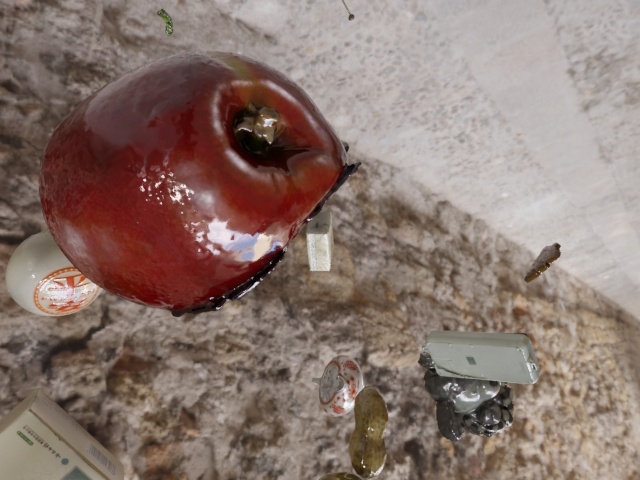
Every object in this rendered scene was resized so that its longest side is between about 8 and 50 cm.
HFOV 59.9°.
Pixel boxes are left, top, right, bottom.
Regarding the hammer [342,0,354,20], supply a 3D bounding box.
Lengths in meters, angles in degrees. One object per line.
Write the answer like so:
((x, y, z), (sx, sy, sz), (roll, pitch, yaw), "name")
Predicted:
((0.045, -0.562, 1.275), (0.014, 0.029, 0.123), (-15, 124, 31), "hammer")

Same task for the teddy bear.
((0.306, 0.325, 1.129), (0.144, 0.171, 0.251), (-15, 149, 36), "teddy bear")

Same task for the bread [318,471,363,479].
((0.048, 0.649, 1.169), (0.160, 0.333, 0.333), (11, 156, -9), "bread")

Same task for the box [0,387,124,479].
((-0.455, 0.379, 0.899), (0.168, 0.212, 0.095), (-41, -163, -7), "box")

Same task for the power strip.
((0.259, 0.189, 0.904), (0.192, 0.081, 0.035), (-6, -152, 43), "power strip")

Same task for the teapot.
((0.047, 0.387, 1.483), (0.116, 0.159, 0.245), (10, 160, -25), "teapot")

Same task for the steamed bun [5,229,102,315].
((-0.616, 0.088, 1.329), (0.232, 0.145, 0.232), (-31, 143, -27), "steamed bun")

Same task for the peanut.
((0.105, 0.418, 1.218), (0.089, 0.193, 0.089), (8, 168, 2), "peanut")

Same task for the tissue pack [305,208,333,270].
((0.000, 0.000, 2.083), (0.092, 0.148, 0.196), (3, 134, 6), "tissue pack")

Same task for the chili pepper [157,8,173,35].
((-0.341, -0.486, 1.237), (0.022, 0.027, 0.083), (13, 164, 4), "chili pepper")

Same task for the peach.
((-0.162, -0.075, 0.577), (0.361, 0.258, 0.201), (-6, 134, 43), "peach")

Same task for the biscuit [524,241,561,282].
((0.580, 0.058, 1.456), (0.130, 0.019, 0.119), (-53, 178, 7), "biscuit")
